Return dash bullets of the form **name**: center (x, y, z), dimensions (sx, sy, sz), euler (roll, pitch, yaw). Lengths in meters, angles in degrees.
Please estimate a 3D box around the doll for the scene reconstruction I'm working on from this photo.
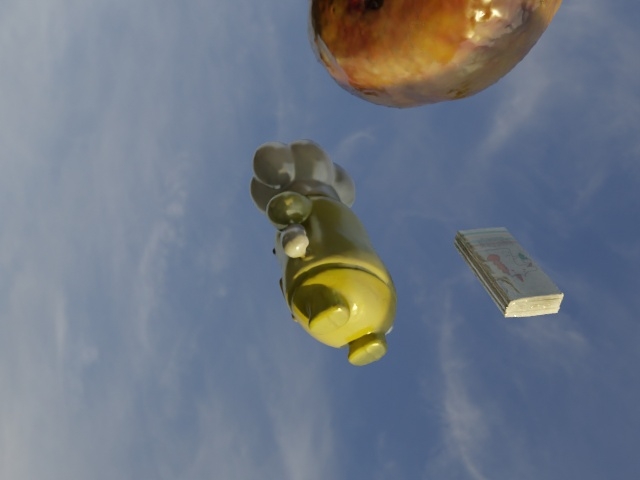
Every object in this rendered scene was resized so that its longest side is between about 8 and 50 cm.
- **doll**: center (0.000, 0.000, 0.434), dimensions (0.062, 0.106, 0.162), euler (-33, -139, 13)

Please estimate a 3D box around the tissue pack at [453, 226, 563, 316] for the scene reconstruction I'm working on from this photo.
- **tissue pack**: center (0.168, 0.027, 0.644), dimensions (0.108, 0.056, 0.023), euler (-114, -155, -52)

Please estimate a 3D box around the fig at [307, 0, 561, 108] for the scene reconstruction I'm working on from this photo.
- **fig**: center (0.089, -0.170, 0.476), dimensions (0.159, 0.257, 0.159), euler (8, -72, 25)
